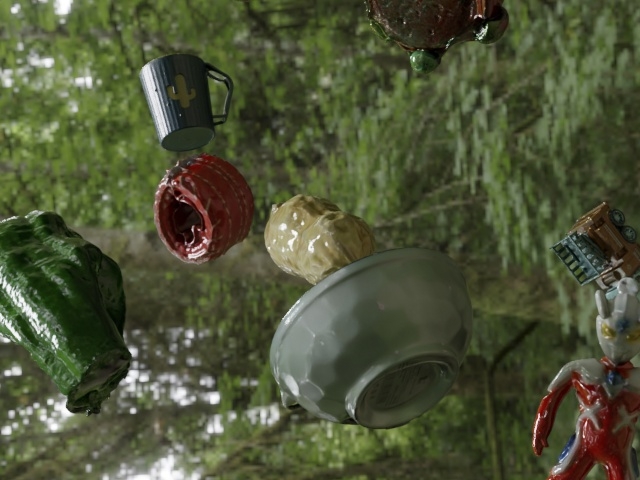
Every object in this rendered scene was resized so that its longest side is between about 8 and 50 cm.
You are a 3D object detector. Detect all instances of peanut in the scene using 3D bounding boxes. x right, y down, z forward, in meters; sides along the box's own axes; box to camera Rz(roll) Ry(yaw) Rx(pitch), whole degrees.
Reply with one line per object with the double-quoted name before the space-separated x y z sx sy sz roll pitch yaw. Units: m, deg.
"peanut" 0.000 0.000 1.745 0.153 0.140 0.325 63 166 -14

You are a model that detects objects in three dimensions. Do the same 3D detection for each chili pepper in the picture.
"chili pepper" -0.344 0.086 1.430 0.213 0.167 0.385 27 -168 -46

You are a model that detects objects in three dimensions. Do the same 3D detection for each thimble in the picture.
"thimble" -0.216 -0.054 1.962 0.125 0.163 0.189 -41 -39 -44

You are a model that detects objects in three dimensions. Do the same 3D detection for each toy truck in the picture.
"toy truck" 0.470 0.042 1.706 0.178 0.115 0.080 52 145 3

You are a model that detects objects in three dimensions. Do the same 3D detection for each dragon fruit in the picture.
"dragon fruit" 0.190 -0.426 1.742 0.130 0.268 0.295 -51 -25 -51

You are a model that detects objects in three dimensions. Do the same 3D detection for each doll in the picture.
"doll" 0.380 0.239 1.398 0.099 0.188 0.384 17 -99 -77

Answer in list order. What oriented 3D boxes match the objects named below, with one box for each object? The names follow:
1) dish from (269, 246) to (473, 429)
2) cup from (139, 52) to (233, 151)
"dish" 0.081 0.147 1.316 0.303 0.303 0.120 74 169 -50
"cup" -0.251 -0.265 2.046 0.131 0.176 0.155 114 145 -68
